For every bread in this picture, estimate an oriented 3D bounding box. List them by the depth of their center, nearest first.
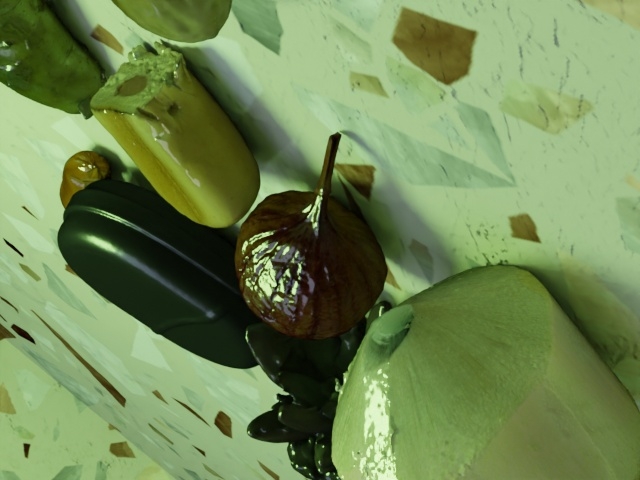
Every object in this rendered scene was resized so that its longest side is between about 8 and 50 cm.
[{"bbox_3d":[-0.129,-0.097,1.159,0.134,0.085,0.173,14,147,53],"label":"bread"}]

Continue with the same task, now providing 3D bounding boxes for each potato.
[{"bbox_3d":[-0.306,-0.207,1.228,0.117,0.090,0.225,6,148,45],"label":"potato"}]

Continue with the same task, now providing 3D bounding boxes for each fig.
[{"bbox_3d":[0.000,0.000,1.100,0.146,0.133,0.201,28,149,1],"label":"fig"}]

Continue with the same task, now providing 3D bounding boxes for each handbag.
[{"bbox_3d":[-0.181,0.048,1.476,0.308,0.093,0.254,36,156,-13],"label":"handbag"}]

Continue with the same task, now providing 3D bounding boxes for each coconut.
[{"bbox_3d":[0.128,0.145,1.021,0.244,0.239,0.239,48,157,-23],"label":"coconut"}]

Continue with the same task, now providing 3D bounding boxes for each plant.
[{"bbox_3d":[0.053,0.181,1.313,0.182,0.194,0.320,10,150,31],"label":"plant"}]

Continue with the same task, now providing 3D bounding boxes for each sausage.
[{"bbox_3d":[-0.294,-0.073,1.526,0.062,0.054,0.183,10,158,-10],"label":"sausage"}]

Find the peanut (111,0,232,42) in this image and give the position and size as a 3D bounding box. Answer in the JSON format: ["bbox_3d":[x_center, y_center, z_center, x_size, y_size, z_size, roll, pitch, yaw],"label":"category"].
[{"bbox_3d":[-0.134,-0.232,0.871,0.120,0.110,0.236,5,144,34],"label":"peanut"}]
